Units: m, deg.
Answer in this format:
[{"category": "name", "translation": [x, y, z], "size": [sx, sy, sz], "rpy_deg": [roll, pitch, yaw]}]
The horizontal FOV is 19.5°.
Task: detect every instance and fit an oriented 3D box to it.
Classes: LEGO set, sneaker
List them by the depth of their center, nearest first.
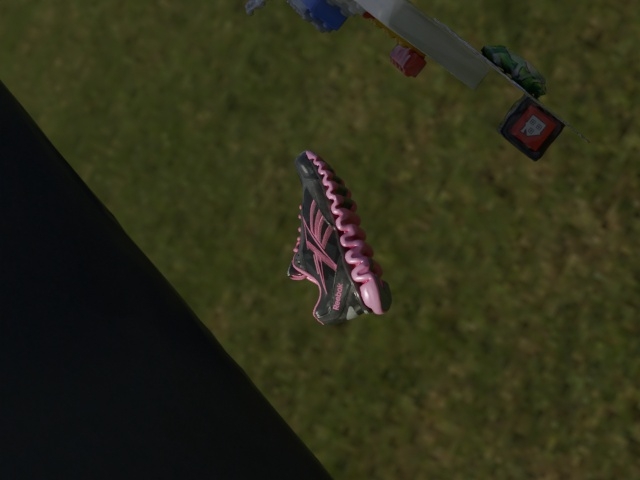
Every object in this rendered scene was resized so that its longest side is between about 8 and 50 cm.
[{"category": "LEGO set", "translation": [0.007, -0.086, 0.705], "size": [0.182, 0.244, 0.060], "rpy_deg": [43, 99, 28]}, {"category": "sneaker", "translation": [0.000, 0.000, 1.173], "size": [0.057, 0.047, 0.119], "rpy_deg": [-26, 68, 14]}]

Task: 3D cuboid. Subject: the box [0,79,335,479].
[{"category": "box", "translation": [-0.329, 0.089, 0.661], "size": [0.472, 0.480, 0.297], "rpy_deg": [-37, 5, 38]}]
